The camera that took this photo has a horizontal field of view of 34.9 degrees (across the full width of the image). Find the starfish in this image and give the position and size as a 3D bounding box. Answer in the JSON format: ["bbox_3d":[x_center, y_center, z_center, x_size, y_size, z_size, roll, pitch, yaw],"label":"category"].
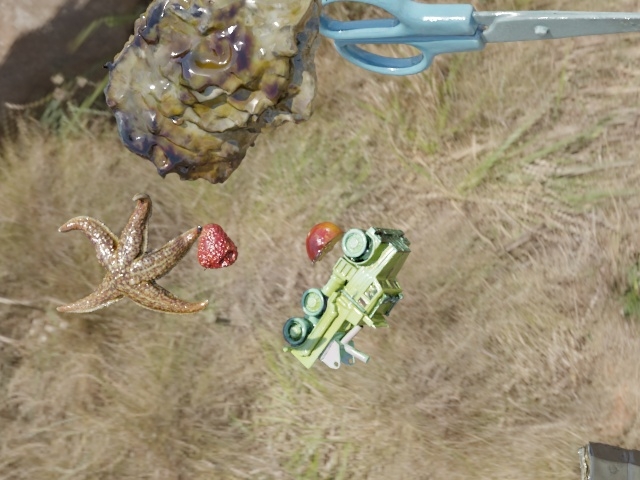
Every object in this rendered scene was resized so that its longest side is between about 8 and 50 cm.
[{"bbox_3d":[-0.262,0.043,1.390,0.238,0.057,0.213,-40,95,10],"label":"starfish"}]

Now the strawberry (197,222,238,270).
[{"bbox_3d":[-0.186,0.011,1.791,0.073,0.073,0.083,-11,116,16],"label":"strawberry"}]

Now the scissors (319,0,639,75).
[{"bbox_3d":[0.205,-0.237,1.127,0.447,0.192,0.029,4,73,27],"label":"scissors"}]

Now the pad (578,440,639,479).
[{"bbox_3d":[0.513,0.428,1.665,0.022,0.233,0.174,-24,56,53],"label":"pad"}]

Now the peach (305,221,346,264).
[{"bbox_3d":[0.000,0.000,2.055,0.098,0.098,0.061,-45,80,4],"label":"peach"}]

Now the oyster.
[{"bbox_3d":[-0.045,-0.107,0.569,0.177,0.105,0.056,-46,24,14],"label":"oyster"}]

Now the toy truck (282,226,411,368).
[{"bbox_3d":[0.063,0.101,1.647,0.135,0.128,0.259,40,109,28],"label":"toy truck"}]
